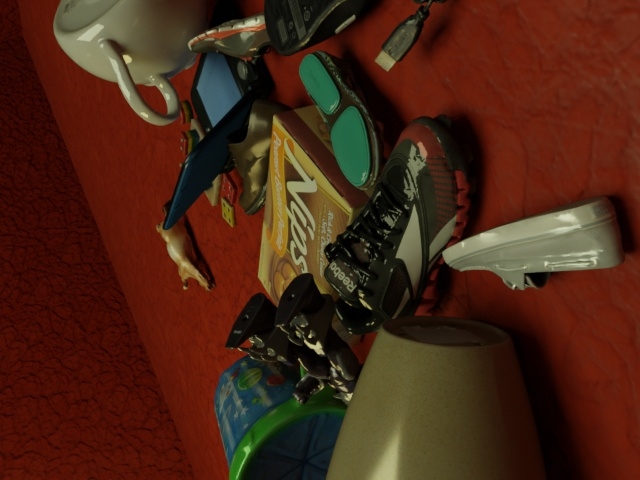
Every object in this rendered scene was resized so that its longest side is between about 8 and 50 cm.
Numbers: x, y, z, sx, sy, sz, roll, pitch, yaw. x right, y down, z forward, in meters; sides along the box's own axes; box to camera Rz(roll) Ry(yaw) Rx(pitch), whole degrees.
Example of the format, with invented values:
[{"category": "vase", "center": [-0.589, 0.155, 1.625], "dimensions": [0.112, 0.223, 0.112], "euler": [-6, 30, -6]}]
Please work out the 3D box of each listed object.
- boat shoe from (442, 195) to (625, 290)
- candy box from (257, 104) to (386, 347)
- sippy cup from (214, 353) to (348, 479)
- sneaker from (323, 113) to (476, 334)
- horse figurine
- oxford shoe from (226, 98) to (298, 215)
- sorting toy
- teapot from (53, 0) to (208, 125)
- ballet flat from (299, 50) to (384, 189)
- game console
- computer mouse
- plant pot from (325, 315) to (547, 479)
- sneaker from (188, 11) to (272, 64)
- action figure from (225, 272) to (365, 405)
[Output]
[{"category": "boat shoe", "center": [0.180, 0.013, 0.544], "dimensions": [0.184, 0.066, 0.063], "euler": [-22, 86, 54]}, {"category": "candy box", "center": [0.000, 0.000, 0.843], "dimensions": [0.183, 0.087, 0.316], "euler": [52, 148, 32]}, {"category": "sippy cup", "center": [-0.065, 0.300, 1.020], "dimensions": [0.240, 0.305, 0.224], "euler": [41, -179, -36]}, {"category": "sneaker", "center": [0.074, 0.002, 0.652], "dimensions": [0.097, 0.135, 0.276], "euler": [51, 146, 38]}, {"category": "horse figurine", "center": [-0.352, 0.019, 1.566], "dimensions": [0.263, 0.066, 0.174], "euler": [67, 159, 2]}, {"category": "oxford shoe", "center": [-0.092, -0.123, 0.915], "dimensions": [0.096, 0.083, 0.227], "euler": [26, 140, -2]}, {"category": "sorting toy", "center": [-0.247, -0.148, 1.272], "dimensions": [0.274, 0.046, 0.132], "euler": [58, 151, 24]}, {"category": "teapot", "center": [-0.262, -0.327, 0.956], "dimensions": [0.252, 0.256, 0.187], "euler": [29, 171, 44]}, {"category": "ballet flat", "center": [0.038, -0.139, 0.704], "dimensions": [0.070, 0.070, 0.188], "euler": [121, 133, -57]}, {"category": "game console", "center": [-0.205, -0.194, 1.017], "dimensions": [0.250, 0.173, 0.293], "euler": [66, 153, 11]}, {"category": "computer mouse", "center": [0.039, -0.247, 0.646], "dimensions": [0.262, 0.060, 0.184], "euler": [-33, 73, 51]}, {"category": "plant pot", "center": [0.117, 0.223, 0.628], "dimensions": [0.256, 0.256, 0.274], "euler": [14, 104, 60]}, {"category": "sneaker", "center": [-0.113, -0.269, 0.863], "dimensions": [0.158, 0.061, 0.065], "euler": [-3, 120, 30]}, {"category": "action figure", "center": [0.020, 0.165, 0.798], "dimensions": [0.185, 0.099, 0.285], "euler": [-16, 131, 39]}]
